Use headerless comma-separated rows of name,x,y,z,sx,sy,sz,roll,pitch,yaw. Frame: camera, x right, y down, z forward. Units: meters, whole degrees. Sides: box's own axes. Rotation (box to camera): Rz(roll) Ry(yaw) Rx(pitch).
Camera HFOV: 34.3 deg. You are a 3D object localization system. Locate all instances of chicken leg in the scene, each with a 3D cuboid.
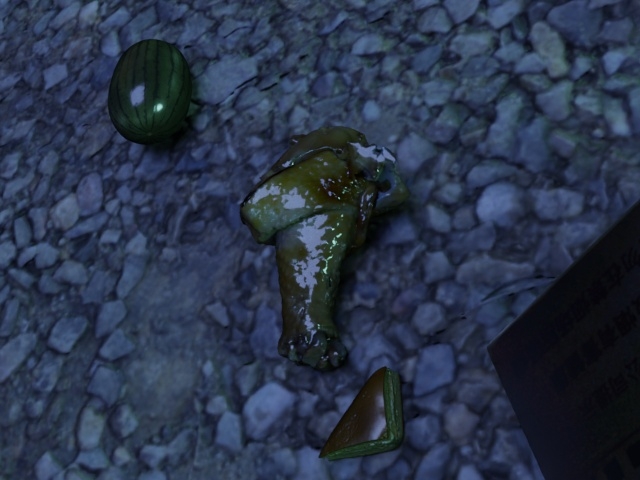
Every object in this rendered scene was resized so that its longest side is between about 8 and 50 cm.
chicken leg,-0.007,-0.003,0.818,0.125,0.080,0.196,18,75,22

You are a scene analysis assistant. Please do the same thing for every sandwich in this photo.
sandwich,0.038,0.133,0.746,0.044,0.031,0.083,30,84,41

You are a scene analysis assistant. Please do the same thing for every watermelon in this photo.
watermelon,-0.160,-0.142,0.976,0.078,0.078,0.110,-8,60,26

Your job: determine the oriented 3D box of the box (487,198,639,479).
box,0.217,0.144,0.580,0.180,0.047,0.324,-52,44,37
